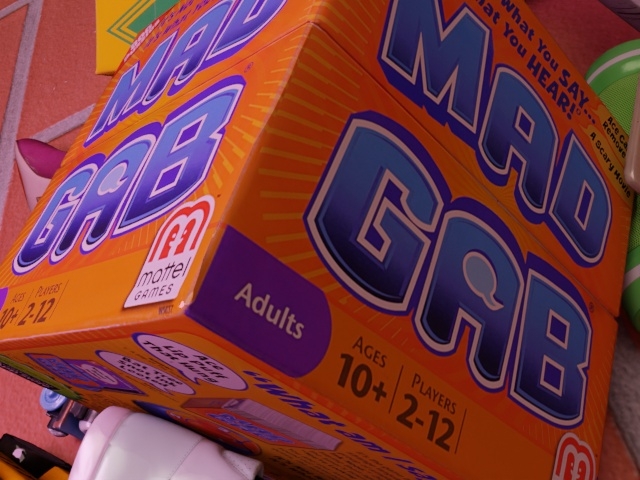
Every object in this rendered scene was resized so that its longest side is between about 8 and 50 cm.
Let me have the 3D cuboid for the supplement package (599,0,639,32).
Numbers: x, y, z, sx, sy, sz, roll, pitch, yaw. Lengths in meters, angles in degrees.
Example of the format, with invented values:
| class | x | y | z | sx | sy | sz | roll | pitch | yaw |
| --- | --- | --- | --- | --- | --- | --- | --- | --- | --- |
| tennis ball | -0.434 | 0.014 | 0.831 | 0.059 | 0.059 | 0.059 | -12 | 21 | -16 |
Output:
| class | x | y | z | sx | sy | sz | roll | pitch | yaw |
| --- | --- | --- | --- | --- | --- | --- | --- | --- | --- |
| supplement package | 0.347 | -0.311 | 0.726 | 0.139 | 0.244 | 0.134 | -53 | 8 | 20 |

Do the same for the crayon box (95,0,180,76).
| class | x | y | z | sx | sy | sz | roll | pitch | yaw |
| --- | --- | --- | --- | --- | --- | --- | --- | --- | --- |
| crayon box | -0.036 | -0.247 | 0.869 | 0.313 | 0.363 | 0.105 | 1 | 95 | 31 |

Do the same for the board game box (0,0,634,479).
| class | x | y | z | sx | sy | sz | roll | pitch | yaw |
| --- | --- | --- | --- | --- | --- | --- | --- | --- | --- |
| board game box | 0.000 | 0.000 | 0.586 | 0.356 | 0.357 | 0.356 | -12 | 49 | 47 |

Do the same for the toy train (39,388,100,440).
| class | x | y | z | sx | sy | sz | roll | pitch | yaw |
| --- | --- | --- | --- | --- | --- | --- | --- | --- | --- |
| toy train | -0.273 | 0.165 | 0.877 | 0.105 | 0.080 | 0.184 | 8 | 61 | 27 |

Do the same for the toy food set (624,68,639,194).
| class | x | y | z | sx | sy | sz | roll | pitch | yaw |
| --- | --- | --- | --- | --- | --- | --- | --- | --- | --- |
| toy food set | 0.395 | -0.150 | 0.512 | 0.306 | 0.092 | 0.219 | -12 | 46 | 46 |

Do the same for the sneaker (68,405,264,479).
| class | x | y | z | sx | sy | sz | roll | pitch | yaw |
| --- | --- | --- | --- | --- | --- | --- | --- | --- | --- |
| sneaker | -0.119 | 0.259 | 0.478 | 0.151 | 0.094 | 0.255 | 13 | 81 | 10 |

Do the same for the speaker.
| class | x | y | z | sx | sy | sz | roll | pitch | yaw |
| --- | --- | --- | --- | --- | --- | --- | --- | --- | --- |
| speaker | 0.330 | -0.056 | 0.665 | 0.131 | 0.131 | 0.296 | -12 | 52 | 22 |

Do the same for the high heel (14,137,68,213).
| class | x | y | z | sx | sy | sz | roll | pitch | yaw |
| --- | --- | --- | --- | --- | --- | --- | --- | --- | --- |
| high heel | -0.391 | -0.098 | 1.152 | 0.182 | 0.127 | 0.377 | -17 | 34 | -26 |

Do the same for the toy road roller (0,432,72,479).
| class | x | y | z | sx | sy | sz | roll | pitch | yaw |
| --- | --- | --- | --- | --- | --- | --- | --- | --- | --- |
| toy road roller | -0.343 | 0.312 | 0.694 | 0.330 | 0.240 | 0.202 | 14 | 65 | 36 |
